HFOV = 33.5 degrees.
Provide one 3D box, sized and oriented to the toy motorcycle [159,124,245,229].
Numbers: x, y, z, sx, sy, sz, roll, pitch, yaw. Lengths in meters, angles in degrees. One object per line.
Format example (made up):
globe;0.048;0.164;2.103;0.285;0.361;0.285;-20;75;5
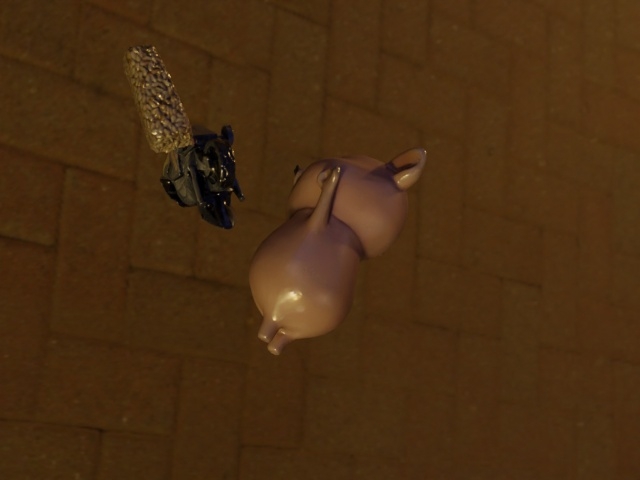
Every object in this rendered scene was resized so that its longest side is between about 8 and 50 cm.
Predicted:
toy motorcycle;-0.222;-0.127;1.930;0.108;0.307;0.173;-7;112;-25

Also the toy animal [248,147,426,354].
toy animal;0.005;0.004;0.655;0.089;0.083;0.150;45;68;-17

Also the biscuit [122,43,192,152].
biscuit;-0.247;-0.213;1.597;0.070;0.082;0.168;-19;80;-16
